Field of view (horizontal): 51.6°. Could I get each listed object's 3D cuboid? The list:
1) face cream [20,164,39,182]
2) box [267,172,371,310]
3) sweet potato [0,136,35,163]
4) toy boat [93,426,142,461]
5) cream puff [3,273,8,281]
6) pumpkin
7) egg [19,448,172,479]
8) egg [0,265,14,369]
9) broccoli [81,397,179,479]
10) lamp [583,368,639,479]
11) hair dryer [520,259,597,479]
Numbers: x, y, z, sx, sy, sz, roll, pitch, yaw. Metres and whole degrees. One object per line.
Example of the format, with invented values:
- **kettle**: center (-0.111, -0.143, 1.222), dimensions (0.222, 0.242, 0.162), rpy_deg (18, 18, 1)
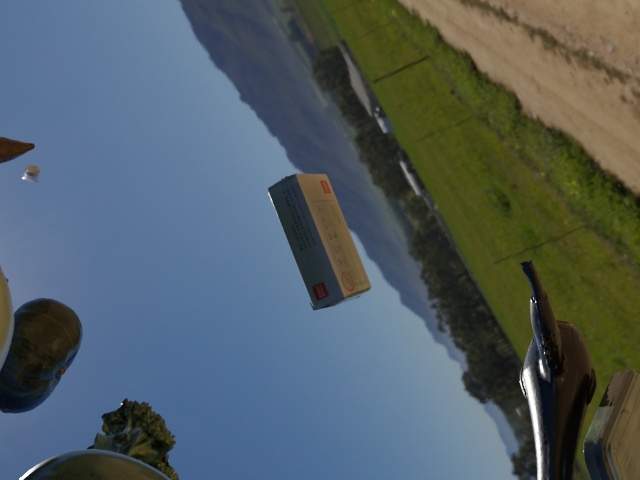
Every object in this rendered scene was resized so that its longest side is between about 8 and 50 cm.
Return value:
- **face cream**: center (-0.591, -0.134, 1.356), dimensions (0.115, 0.038, 0.020), rpy_deg (-11, 65, 63)
- **box**: center (0.000, 0.000, 1.323), dimensions (0.135, 0.079, 0.270), rpy_deg (-11, -103, -62)
- **sweet potato**: center (-0.556, -0.137, 1.024), dimensions (0.065, 0.218, 0.051), rpy_deg (46, 133, 46)
- **toy boat**: center (-0.299, 0.382, 0.957), dimensions (0.098, 0.109, 0.238), rpy_deg (14, -129, -17)
- **cream puff**: center (-0.731, 0.116, 1.317), dimensions (0.244, 0.196, 0.244), rpy_deg (45, -169, -11)
- **pumpkin**: center (-0.748, 0.290, 1.698), dimensions (0.207, 0.300, 0.300), rpy_deg (33, -166, -11)
- **egg**: center (-0.217, 0.318, 0.693), dimensions (0.236, 0.169, 0.169), rpy_deg (27, -169, -2)
- **egg**: center (-0.613, 0.130, 0.997), dimensions (0.345, 0.283, 0.283), rpy_deg (55, -179, 41)
- **broccoli**: center (-0.395, 0.524, 1.380), dimensions (0.302, 0.249, 0.376), rpy_deg (131, 154, -61)
- **lamp**: center (0.465, 0.358, 0.964), dimensions (0.266, 0.047, 0.269), rpy_deg (-26, -84, -52)
- **hair dryer**: center (0.332, 0.177, 0.991), dimensions (0.360, 0.120, 0.304), rpy_deg (63, -143, -36)
